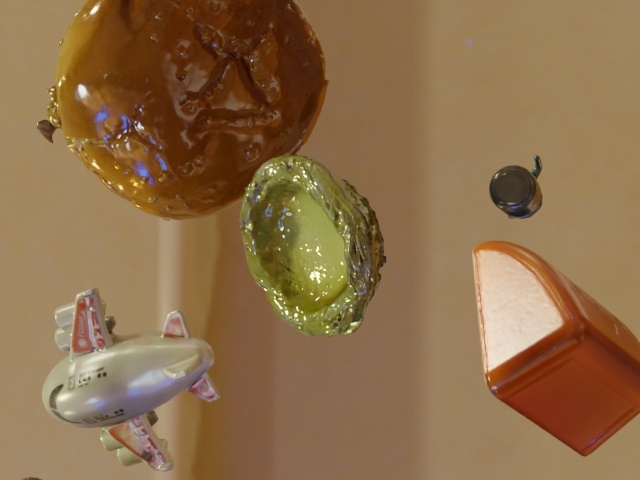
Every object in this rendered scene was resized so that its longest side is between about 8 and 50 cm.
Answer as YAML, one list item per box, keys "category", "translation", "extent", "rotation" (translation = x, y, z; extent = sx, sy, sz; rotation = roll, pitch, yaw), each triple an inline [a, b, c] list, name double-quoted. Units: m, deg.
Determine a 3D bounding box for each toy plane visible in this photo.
- category: "toy plane"
  translation: [-0.241, 0.173, 1.759]
  extent: [0.118, 0.252, 0.252]
  rotation: [-43, -42, -63]

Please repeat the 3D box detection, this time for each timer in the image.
- category: "timer"
  translation: [0.333, 0.132, 1.998]
  extent: [0.161, 0.257, 0.250]
  rotation: [-40, 39, 19]

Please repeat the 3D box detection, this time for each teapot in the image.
- category: "teapot"
  translation: [0.203, -0.057, 1.457]
  extent: [0.083, 0.049, 0.063]
  rotation: [22, -113, -74]

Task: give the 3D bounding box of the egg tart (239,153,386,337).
- category: "egg tart"
  translation: [0.000, 0.000, 1.422]
  extent: [0.197, 0.078, 0.197]
  rotation: [25, 125, 41]

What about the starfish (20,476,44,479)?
- category: "starfish"
  translation: [-0.272, 0.356, 1.747]
  extent: [0.071, 0.238, 0.216]
  rotation: [-58, -2, -1]

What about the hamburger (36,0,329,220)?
- category: "hamburger"
  translation: [-0.148, -0.176, 1.551]
  extent: [0.290, 0.314, 0.170]
  rotation: [52, 166, -24]
